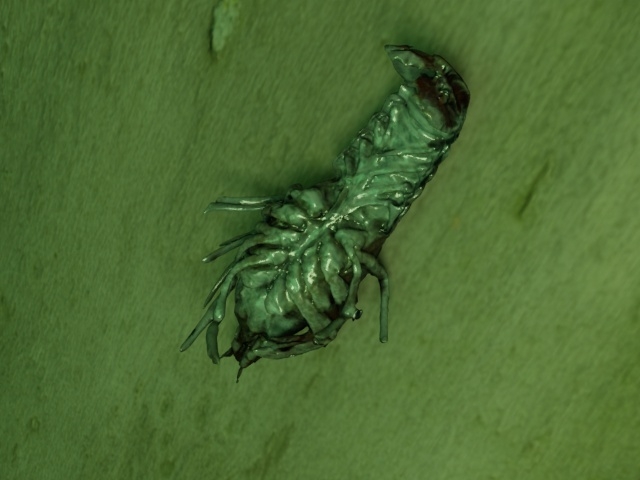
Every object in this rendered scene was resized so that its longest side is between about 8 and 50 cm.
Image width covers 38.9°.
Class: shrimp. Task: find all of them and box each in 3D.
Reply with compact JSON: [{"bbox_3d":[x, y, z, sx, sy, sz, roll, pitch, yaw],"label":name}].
[{"bbox_3d":[0.000,0.002,0.846,0.410,0.166,0.221,-48,70,20],"label":"shrimp"}]
